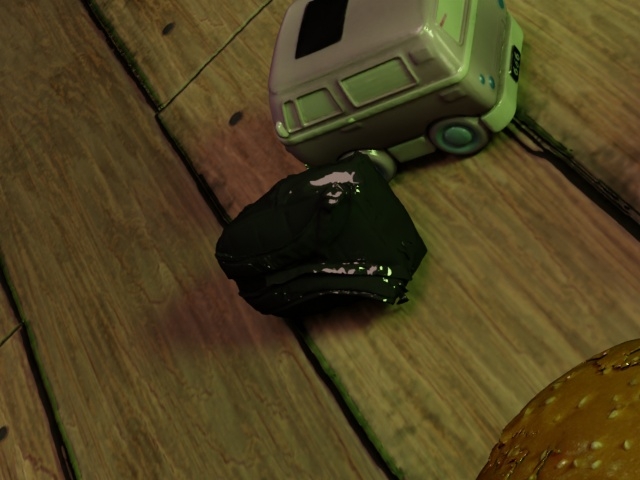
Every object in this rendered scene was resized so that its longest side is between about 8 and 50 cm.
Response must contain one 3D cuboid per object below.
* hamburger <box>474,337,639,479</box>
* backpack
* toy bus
[{"bbox_3d":[0.189,0.167,0.661,0.260,0.211,0.245,-27,33,30],"label":"hamburger"},{"bbox_3d":[-0.003,-0.003,1.071,0.165,0.120,0.106,-11,30,39],"label":"backpack"},{"bbox_3d":[0.054,-0.146,1.110,0.202,0.142,0.142,-18,47,34],"label":"toy bus"}]
